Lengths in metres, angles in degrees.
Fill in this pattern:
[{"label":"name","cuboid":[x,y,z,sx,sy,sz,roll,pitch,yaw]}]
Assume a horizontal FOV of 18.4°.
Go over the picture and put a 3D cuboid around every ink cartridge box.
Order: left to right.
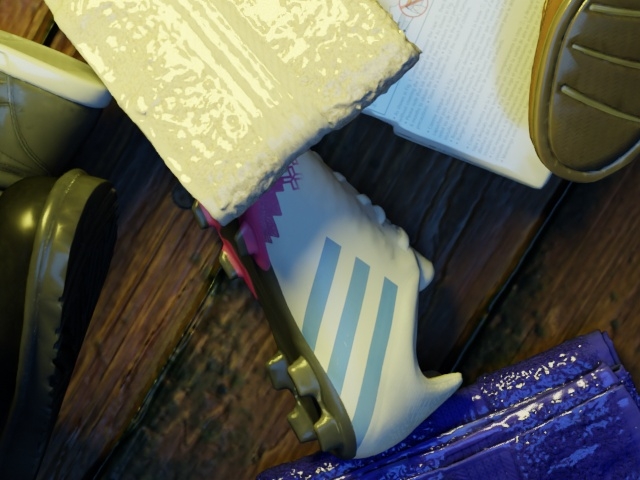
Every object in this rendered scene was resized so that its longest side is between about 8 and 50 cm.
[{"label":"ink cartridge box","cuboid":[0.106,-0.205,1.432,0.239,0.060,0.275,21,103,-8]}]

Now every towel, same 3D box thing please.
[{"label":"towel","cuboid":[-0.080,-0.172,1.370,0.187,0.049,0.282,-40,74,6]},{"label":"towel","cuboid":[0.125,0.227,1.544,0.308,0.076,0.227,-23,105,3]}]

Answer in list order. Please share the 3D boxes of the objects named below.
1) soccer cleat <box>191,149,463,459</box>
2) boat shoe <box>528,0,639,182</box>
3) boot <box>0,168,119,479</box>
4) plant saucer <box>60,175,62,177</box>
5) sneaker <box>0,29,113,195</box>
[{"label":"soccer cleat","cuboid":[0.000,0.000,1.470,0.143,0.116,0.331,-26,105,-19]},{"label":"boat shoe","cuboid":[0.213,-0.193,1.362,0.111,0.104,0.307,15,102,-17]},{"label":"boot","cuboid":[-0.293,0.045,1.355,0.260,0.131,0.348,19,140,-4]},{"label":"plant saucer","cuboid":[-0.229,-0.024,1.485,0.083,0.015,0.083,-1,105,-3]},{"label":"sneaker","cuboid":[-0.307,-0.100,1.389,0.296,0.104,0.147,22,101,-8]}]
